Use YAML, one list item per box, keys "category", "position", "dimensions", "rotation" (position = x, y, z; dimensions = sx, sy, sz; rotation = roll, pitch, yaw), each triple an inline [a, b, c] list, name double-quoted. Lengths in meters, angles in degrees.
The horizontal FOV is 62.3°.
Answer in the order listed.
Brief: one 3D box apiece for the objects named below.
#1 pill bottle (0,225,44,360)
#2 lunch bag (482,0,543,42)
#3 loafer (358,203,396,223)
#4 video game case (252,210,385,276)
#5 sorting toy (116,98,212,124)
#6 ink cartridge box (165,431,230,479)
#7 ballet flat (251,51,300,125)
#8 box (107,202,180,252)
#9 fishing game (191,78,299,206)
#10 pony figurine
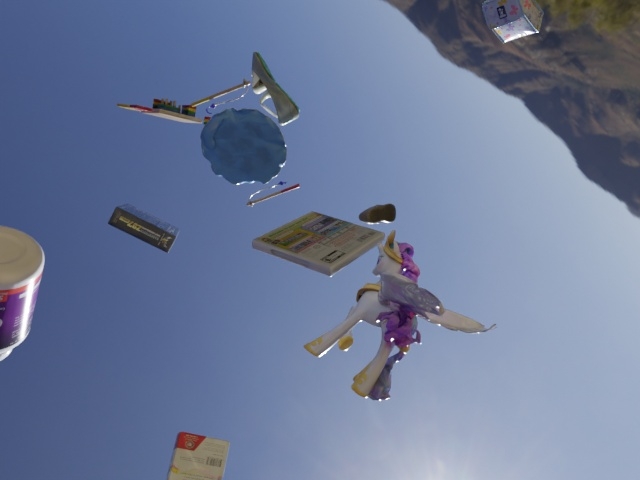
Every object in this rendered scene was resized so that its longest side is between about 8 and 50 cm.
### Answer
- category: "pill bottle"
  position: [-0.750, 0.135, 1.205]
  dimensions: [0.181, 0.323, 0.181]
  rotation: [21, -148, -14]
- category: "lunch bag"
  position: [0.322, -0.381, 0.892]
  dimensions: [0.083, 0.071, 0.053]
  rotation: [32, -109, -36]
- category: "loafer"
  position: [0.159, -0.075, 1.468]
  dimensions: [0.148, 0.050, 0.056]
  rotation: [-5, -81, -50]
- category: "video game case"
  position: [0.000, 0.000, 1.094]
  dimensions: [0.193, 0.023, 0.212]
  rotation: [18, -151, 30]
- category: "sorting toy"
  position: [-0.434, -0.377, 1.523]
  dimensions: [0.274, 0.046, 0.132]
  rotation: [5, -172, -40]
- category: "ink cartridge box"
  position: [-0.304, 0.566, 1.273]
  dimensions: [0.127, 0.072, 0.175]
  rotation: [18, -122, -15]
- category: "ballet flat"
  position: [-0.125, -0.355, 1.235]
  dimensions: [0.213, 0.068, 0.072]
  rotation: [57, -176, 22]
- category: "box"
  position: [-0.518, -0.041, 1.577]
  dimensions: [0.183, 0.059, 0.232]
  rotation: [27, -179, -15]
- category: "fishing game"
  position: [-0.163, -0.200, 1.135]
  dimensions: [0.264, 0.189, 0.041]
  rotation: [60, -159, -29]
- category: "pony figurine"
  position: [0.169, 0.175, 1.217]
  dimensions: [0.303, 0.363, 0.351]
  rotation: [33, 178, -43]
